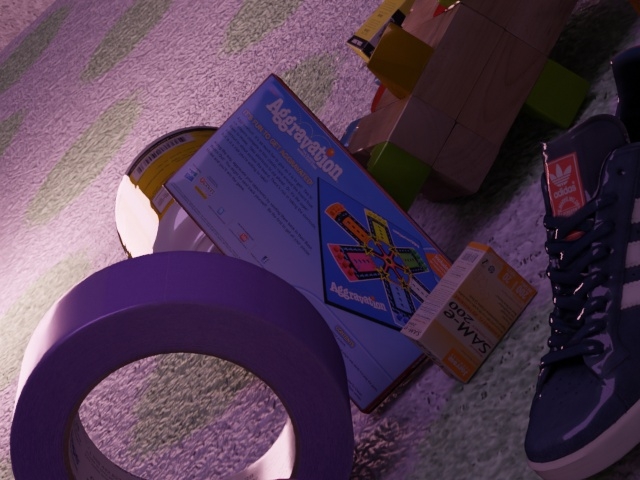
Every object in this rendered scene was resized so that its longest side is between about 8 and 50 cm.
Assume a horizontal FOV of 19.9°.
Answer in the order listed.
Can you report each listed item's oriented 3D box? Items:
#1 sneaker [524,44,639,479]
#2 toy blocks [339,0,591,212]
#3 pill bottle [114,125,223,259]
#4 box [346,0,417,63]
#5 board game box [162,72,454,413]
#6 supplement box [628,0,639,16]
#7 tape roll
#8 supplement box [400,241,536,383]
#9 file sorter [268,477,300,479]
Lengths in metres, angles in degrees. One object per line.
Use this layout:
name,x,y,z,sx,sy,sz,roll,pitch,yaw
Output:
sneaker,0.201,0.005,1.308,0.131,0.148,0.350,-21,34,50
toy blocks,0.138,-0.184,1.765,0.381,0.190,0.261,-61,10,-8
pill bottle,-0.090,0.006,1.820,0.188,0.188,0.334,-48,21,1
box,0.139,-0.271,2.004,0.232,0.087,0.058,-47,23,-2
board game box,0.000,0.000,1.595,0.145,0.281,0.027,-45,-19,9
supplement box,0.337,-0.226,1.547,0.078,0.080,0.233,-48,19,-7
tape roll,-0.112,0.149,1.487,0.275,0.275,0.090,-41,22,17
supplement box,0.121,0.058,1.490,0.098,0.062,0.036,-52,23,-9
file sorter,-0.031,0.325,1.152,0.202,0.182,0.291,-40,22,19
